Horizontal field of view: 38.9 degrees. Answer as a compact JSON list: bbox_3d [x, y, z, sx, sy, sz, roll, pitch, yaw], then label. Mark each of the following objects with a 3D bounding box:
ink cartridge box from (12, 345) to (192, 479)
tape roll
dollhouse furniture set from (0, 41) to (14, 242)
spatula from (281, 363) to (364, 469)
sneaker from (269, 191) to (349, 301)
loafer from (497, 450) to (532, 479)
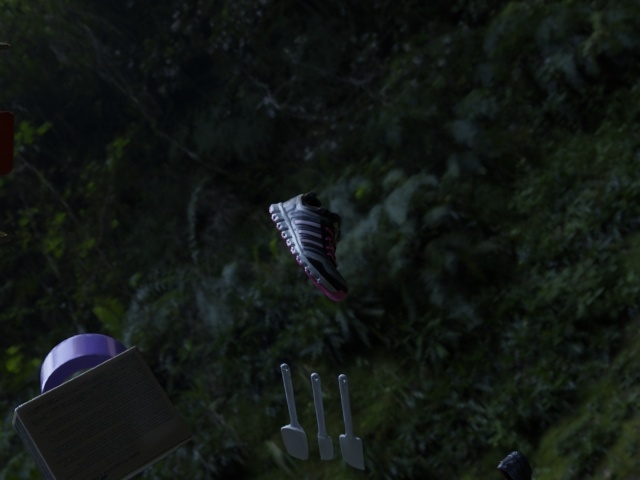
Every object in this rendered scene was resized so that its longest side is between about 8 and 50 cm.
[{"bbox_3d":[-0.371,0.321,1.546,0.234,0.193,0.088,-27,-13,-33],"label":"ink cartridge box"},{"bbox_3d":[-0.464,0.288,1.823,0.188,0.080,0.189,-8,-63,-15],"label":"tape roll"},{"bbox_3d":[-0.466,-0.102,1.067,0.259,0.135,0.262,-21,-57,-55],"label":"dollhouse furniture set"},{"bbox_3d":[-0.004,0.341,1.740,0.019,0.168,0.242,-53,-37,-47],"label":"spatula"},{"bbox_3d":[0.000,0.000,1.133,0.074,0.170,0.063,-33,-37,0],"label":"sneaker"},{"bbox_3d":[0.420,0.525,1.875,0.061,0.170,0.062,-22,-12,-30],"label":"loafer"}]
